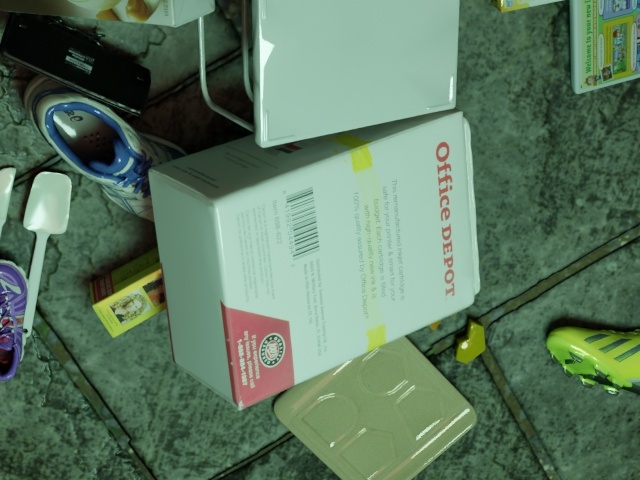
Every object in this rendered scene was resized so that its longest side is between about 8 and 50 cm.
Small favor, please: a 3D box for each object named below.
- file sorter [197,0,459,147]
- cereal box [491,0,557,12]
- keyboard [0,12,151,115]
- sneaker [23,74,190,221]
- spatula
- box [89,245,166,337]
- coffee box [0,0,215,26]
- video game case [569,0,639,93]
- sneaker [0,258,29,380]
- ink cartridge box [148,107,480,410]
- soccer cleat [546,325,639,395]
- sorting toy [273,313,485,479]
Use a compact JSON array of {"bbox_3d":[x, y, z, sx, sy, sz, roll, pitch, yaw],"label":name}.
[{"bbox_3d":[0.005,-0.248,1.799,0.277,0.173,0.193,-14,116,-30],"label":"file sorter"},{"bbox_3d":[0.331,-0.401,1.925,0.240,0.047,0.173,-13,116,-7],"label":"cereal box"},{"bbox_3d":[-0.299,-0.219,1.843,0.192,0.100,0.038,24,144,-19],"label":"keyboard"},{"bbox_3d":[-0.247,-0.092,1.877,0.296,0.131,0.112,34,99,-24],"label":"sneaker"},{"bbox_3d":[-0.421,0.015,1.942,0.168,0.019,0.242,8,110,-17],"label":"spatula"},{"bbox_3d":[-0.188,0.036,1.968,0.232,0.087,0.058,-29,113,1],"label":"box"},{"bbox_3d":[-0.254,-0.330,1.724,0.246,0.098,0.141,8,114,25],"label":"coffee box"},{"bbox_3d":[0.420,-0.303,1.964,0.193,0.023,0.212,-15,133,-6],"label":"video game case"},{"bbox_3d":[-0.407,0.104,1.941,0.068,0.071,0.170,-6,116,-10],"label":"sneaker"},{"bbox_3d":[0.000,0.000,1.882,0.384,0.160,0.279,-21,118,-31],"label":"ink cartridge box"},{"bbox_3d":[0.458,0.169,2.185,0.289,0.093,0.121,21,76,-16],"label":"soccer cleat"},{"bbox_3d":[0.114,0.211,2.139,0.307,0.041,0.229,-41,110,6],"label":"sorting toy"}]
